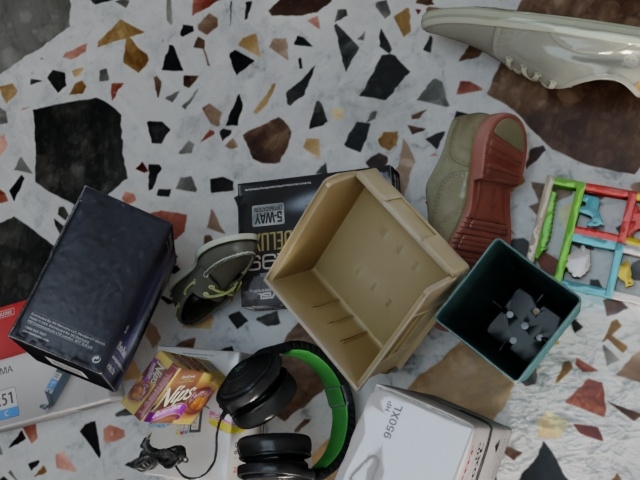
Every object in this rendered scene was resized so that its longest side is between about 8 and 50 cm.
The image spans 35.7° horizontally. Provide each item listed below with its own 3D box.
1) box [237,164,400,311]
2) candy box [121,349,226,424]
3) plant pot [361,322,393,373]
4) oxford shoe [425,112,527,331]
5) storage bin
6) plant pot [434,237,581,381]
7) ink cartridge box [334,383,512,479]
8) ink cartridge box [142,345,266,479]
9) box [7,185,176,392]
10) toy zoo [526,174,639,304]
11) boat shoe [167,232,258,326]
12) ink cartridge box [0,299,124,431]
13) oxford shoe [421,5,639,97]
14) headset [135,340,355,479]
[{"bbox_3d":[0.000,0.000,1.864,0.308,0.076,0.242,-5,78,17],"label":"box"},{"bbox_3d":[-0.240,0.246,1.651,0.053,0.187,0.109,37,91,20],"label":"candy box"},{"bbox_3d":[0.106,0.195,1.790,0.081,0.081,0.083,-44,74,6],"label":"plant pot"},{"bbox_3d":[0.254,-0.036,1.782,0.147,0.141,0.396,16,89,52],"label":"oxford shoe"},{"bbox_3d":[0.076,0.058,1.658,0.262,0.123,0.260,49,127,24],"label":"storage bin"},{"bbox_3d":[0.323,0.130,1.645,0.165,0.234,0.165,39,92,22],"label":"plant pot"},{"bbox_3d":[0.154,0.394,1.561,0.166,0.395,0.285,20,86,22],"label":"ink cartridge box"},{"bbox_3d":[-0.200,0.319,1.816,0.168,0.171,0.232,2,80,19],"label":"ink cartridge box"},{"bbox_3d":[-0.399,0.098,1.817,0.183,0.296,0.294,22,75,-1],"label":"box"},{"bbox_3d":[0.514,0.007,1.715,0.293,0.030,0.192,13,83,20],"label":"toy zoo"},{"bbox_3d":[-0.193,0.073,1.832,0.305,0.109,0.091,-38,57,52],"label":"boat shoe"},{"bbox_3d":[-0.559,0.230,2.012,0.296,0.066,0.261,-17,75,14],"label":"ink cartridge box"},{"bbox_3d":[0.387,-0.340,1.771,0.450,0.169,0.130,14,105,20],"label":"oxford shoe"},{"bbox_3d":[-0.113,0.314,1.681,0.185,0.394,0.243,-21,84,44],"label":"headset"}]
